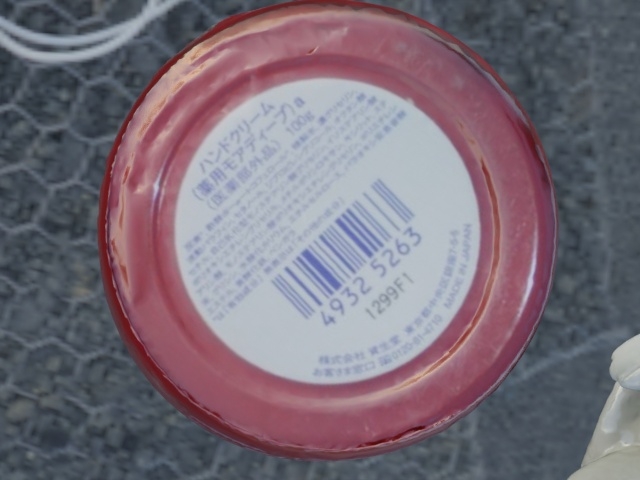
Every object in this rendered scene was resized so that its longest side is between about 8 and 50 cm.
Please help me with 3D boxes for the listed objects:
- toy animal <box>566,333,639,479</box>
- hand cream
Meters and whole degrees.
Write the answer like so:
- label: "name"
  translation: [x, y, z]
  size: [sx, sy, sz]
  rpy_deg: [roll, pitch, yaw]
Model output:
- label: "toy animal"
  translation: [0.317, 0.240, 1.555]
  size: [0.206, 0.272, 0.265]
  rpy_deg: [2, 128, -43]
- label: "hand cream"
  translation: [0.000, 0.000, 0.878]
  size: [0.230, 0.149, 0.230]
  rpy_deg: [0, 87, -6]
